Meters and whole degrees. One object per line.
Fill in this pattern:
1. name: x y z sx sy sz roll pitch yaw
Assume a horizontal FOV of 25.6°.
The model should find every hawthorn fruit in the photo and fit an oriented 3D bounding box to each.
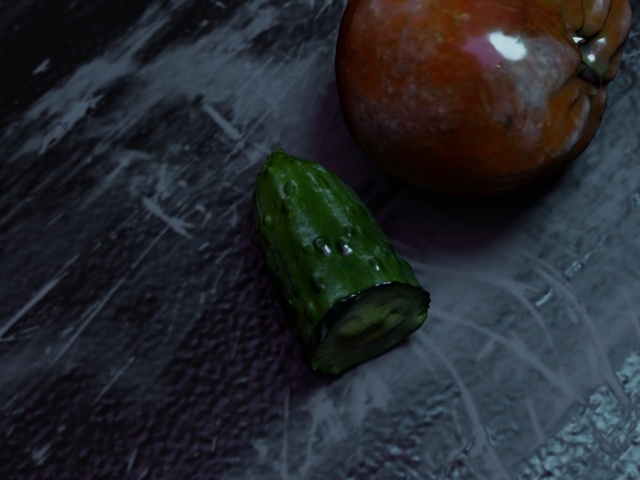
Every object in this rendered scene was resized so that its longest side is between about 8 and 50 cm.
1. hawthorn fruit: 0.151 -0.175 1.325 0.284 0.284 0.284 -3 65 6

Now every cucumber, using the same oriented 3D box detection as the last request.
1. cucumber: -0.001 -0.002 1.346 0.134 0.134 0.244 -26 56 -5
